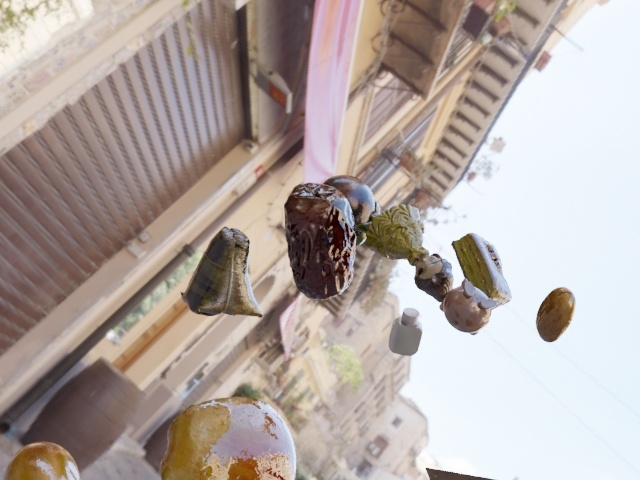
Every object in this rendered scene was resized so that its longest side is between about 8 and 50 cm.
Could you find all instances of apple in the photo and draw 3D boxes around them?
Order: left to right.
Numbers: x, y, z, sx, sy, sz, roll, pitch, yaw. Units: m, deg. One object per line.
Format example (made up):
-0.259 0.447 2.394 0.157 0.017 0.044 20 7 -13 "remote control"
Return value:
-0.159 0.452 1.288 0.179 0.254 0.346 -8 -25 39 "apple"

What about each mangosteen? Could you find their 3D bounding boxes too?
0.104 -0.116 2.548 0.300 0.300 0.300 39 -20 17 "mangosteen"

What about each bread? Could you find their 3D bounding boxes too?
0.534 0.099 2.076 0.184 0.111 0.234 22 46 -57 "bread"
0.660 0.213 1.797 0.114 0.078 0.189 -106 -155 -50 "bread"

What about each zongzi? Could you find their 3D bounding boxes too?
-0.246 0.115 1.960 0.288 0.285 0.134 20 17 -35 "zongzi"

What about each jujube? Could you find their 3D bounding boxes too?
0.000 0.000 2.019 0.258 0.259 0.376 7 -66 61 "jujube"

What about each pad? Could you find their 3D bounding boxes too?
0.351 0.550 1.369 0.220 0.004 0.330 4 -31 18 "pad"

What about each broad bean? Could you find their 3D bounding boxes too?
0.232 -0.061 2.168 0.039 0.227 0.069 70 2 -56 "broad bean"

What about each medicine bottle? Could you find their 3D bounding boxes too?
0.330 0.350 2.425 0.119 0.069 0.183 10 -62 3 "medicine bottle"

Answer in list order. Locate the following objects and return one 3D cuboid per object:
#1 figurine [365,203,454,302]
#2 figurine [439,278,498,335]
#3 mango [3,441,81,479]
0.282 0.043 1.854 0.315 0.188 0.168 -125 -152 -50 "figurine"
0.366 0.169 1.574 0.125 0.125 0.138 40 -34 14 "figurine"
-0.489 0.448 1.125 0.221 0.120 0.151 26 -35 58 "mango"
